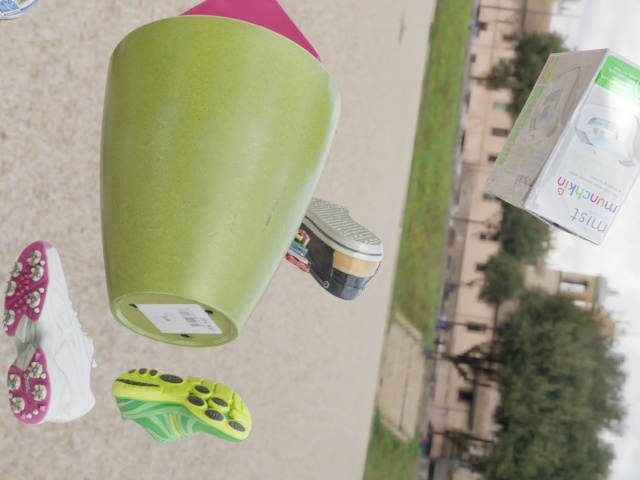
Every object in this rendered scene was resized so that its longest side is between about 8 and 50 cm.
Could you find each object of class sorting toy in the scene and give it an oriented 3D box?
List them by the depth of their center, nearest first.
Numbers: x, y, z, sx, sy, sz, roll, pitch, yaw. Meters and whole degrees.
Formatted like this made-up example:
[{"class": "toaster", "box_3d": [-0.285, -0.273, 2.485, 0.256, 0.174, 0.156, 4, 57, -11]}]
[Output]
[{"class": "sorting toy", "box_3d": [-0.076, -0.016, 1.821, 0.046, 0.132, 0.274, -56, -169, 5]}]

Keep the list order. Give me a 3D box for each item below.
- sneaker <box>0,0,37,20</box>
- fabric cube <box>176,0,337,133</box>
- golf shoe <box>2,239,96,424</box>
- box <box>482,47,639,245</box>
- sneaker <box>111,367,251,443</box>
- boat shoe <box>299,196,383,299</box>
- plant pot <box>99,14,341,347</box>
[{"class": "sneaker", "box_3d": [-0.515, -0.374, 1.542, 0.211, 0.081, 0.080, -34, 106, -52]}, {"class": "fabric cube", "box_3d": [-0.151, -0.287, 1.904, 0.254, 0.258, 0.259, 54, -9, 28]}, {"class": "golf shoe", "box_3d": [-0.438, 0.152, 1.652, 0.140, 0.115, 0.306, 19, 59, -51]}, {"class": "box", "box_3d": [0.355, -0.133, 1.407, 0.231, 0.127, 0.262, -63, -173, 7]}, {"class": "sneaker", "box_3d": [-0.264, 0.333, 1.960, 0.109, 0.295, 0.123, -47, 144, -54]}, {"class": "boat shoe", "box_3d": [0.000, 0.000, 2.351, 0.500, 0.187, 0.156, -135, -121, -64]}, {"class": "plant pot", "box_3d": [-0.130, -0.044, 1.108, 0.275, 0.274, 0.293, 87, 10, -61]}]
